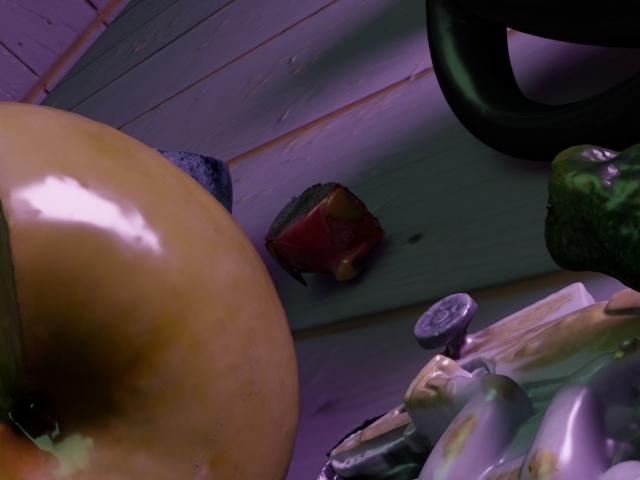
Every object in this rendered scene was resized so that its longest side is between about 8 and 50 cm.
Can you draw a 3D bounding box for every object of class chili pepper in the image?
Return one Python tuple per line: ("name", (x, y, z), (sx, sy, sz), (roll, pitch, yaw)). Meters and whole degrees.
("chili pepper", (0.164, -0.012, 0.340), (0.182, 0.050, 0.073), (-7, 35, 3))

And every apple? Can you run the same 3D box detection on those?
("apple", (-0.161, 0.078, 0.531), (0.292, 0.292, 0.254), (-52, 16, -19))

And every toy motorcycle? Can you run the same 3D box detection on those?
("toy motorcycle", (0.086, 0.071, 0.384), (0.229, 0.074, 0.151), (-29, 19, 14))

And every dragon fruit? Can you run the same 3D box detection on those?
("dragon fruit", (0.000, 0.000, 0.697), (0.060, 0.056, 0.083), (-49, 17, -17))

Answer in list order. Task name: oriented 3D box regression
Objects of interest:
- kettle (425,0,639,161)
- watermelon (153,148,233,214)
("kettle", (0.145, -0.176, 0.571), (0.290, 0.208, 0.268), (6, 91, 60))
("watermelon", (-0.155, 0.041, 0.826), (0.175, 0.188, 0.322), (-4, -2, -23))
